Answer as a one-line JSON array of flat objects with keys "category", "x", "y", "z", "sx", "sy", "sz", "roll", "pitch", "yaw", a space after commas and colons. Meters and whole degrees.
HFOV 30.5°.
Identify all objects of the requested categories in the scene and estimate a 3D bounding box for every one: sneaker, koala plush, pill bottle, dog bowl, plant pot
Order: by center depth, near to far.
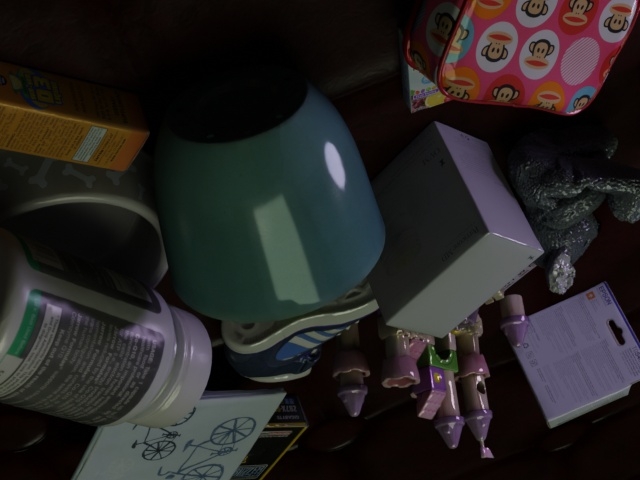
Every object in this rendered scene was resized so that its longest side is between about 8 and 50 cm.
[{"category": "plant pot", "x": -0.079, "y": -0.080, "z": 1.489, "sx": 0.293, "sy": 0.293, "sz": 0.235, "roll": -18, "pitch": 127, "yaw": -6}, {"category": "pill bottle", "x": -0.321, "y": 0.127, "z": 1.515, "sx": 0.204, "sy": 0.204, "sz": 0.361, "roll": -37, "pitch": 142, "yaw": 22}, {"category": "dog bowl", "x": -0.359, "y": 0.003, "z": 1.596, "sx": 0.348, "sy": 0.102, "sz": 0.349, "roll": -15, "pitch": 146, "yaw": -11}, {"category": "koala plush", "x": 0.371, "y": -0.045, "z": 1.830, "sx": 0.203, "sy": 0.196, "sz": 0.221, "roll": -2, "pitch": 126, "yaw": -14}, {"category": "sneaker", "x": -0.009, "y": 0.131, "z": 1.961, "sx": 0.322, "sy": 0.130, "sz": 0.236, "roll": -24, "pitch": 156, "yaw": -5}]

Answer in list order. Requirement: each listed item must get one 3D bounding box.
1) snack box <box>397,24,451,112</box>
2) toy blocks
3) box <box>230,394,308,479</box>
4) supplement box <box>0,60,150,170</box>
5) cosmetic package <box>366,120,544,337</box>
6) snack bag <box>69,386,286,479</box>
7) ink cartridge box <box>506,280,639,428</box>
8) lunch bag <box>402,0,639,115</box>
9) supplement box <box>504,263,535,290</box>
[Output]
[{"category": "snack box", "x": 0.160, "y": -0.245, "z": 1.596, "sx": 0.100, "sy": 0.037, "sz": 0.141, "roll": -19, "pitch": 145, "yaw": -7}, {"category": "toy blocks", "x": 0.212, "y": 0.228, "z": 2.013, "sx": 0.309, "sy": 0.260, "sz": 0.288, "roll": -25, "pitch": 150, "yaw": 37}, {"category": "box", "x": -0.223, "y": 0.393, "z": 2.231, "sx": 0.322, "sy": 0.079, "sz": 0.257, "roll": 6, "pitch": 139, "yaw": -35}, {"category": "supplement box", "x": -0.330, "y": -0.152, "z": 1.419, "sx": 0.233, "sy": 0.078, "sz": 0.080, "roll": 7, "pitch": 136, "yaw": -37}, {"category": "cosmetic package", "x": 0.176, "y": -0.013, "z": 1.757, "sx": 0.138, "sy": 0.225, "sz": 0.224, "roll": 15, "pitch": 131, "yaw": -42}, {"category": "snack bag", "x": -0.266, "y": 0.360, "z": 2.063, "sx": 0.342, "sy": 0.037, "sz": 0.323, "roll": 1, "pitch": 139, "yaw": -31}, {"category": "ink cartridge box", "x": 0.496, "y": 0.218, "z": 2.255, "sx": 0.224, "sy": 0.223, "sz": 0.045, "roll": -25, "pitch": 146, "yaw": 7}, {"category": "lunch bag", "x": 0.267, "y": -0.299, "z": 1.481, "sx": 0.293, "sy": 0.120, "sz": 0.258, "roll": 4, "pitch": 119, "yaw": -34}, {"category": "supplement box", "x": 0.267, "y": 0.005, "z": 1.969, "sx": 0.239, "sy": 0.073, "sz": 0.130, "roll": 18, "pitch": 130, "yaw": -43}]
